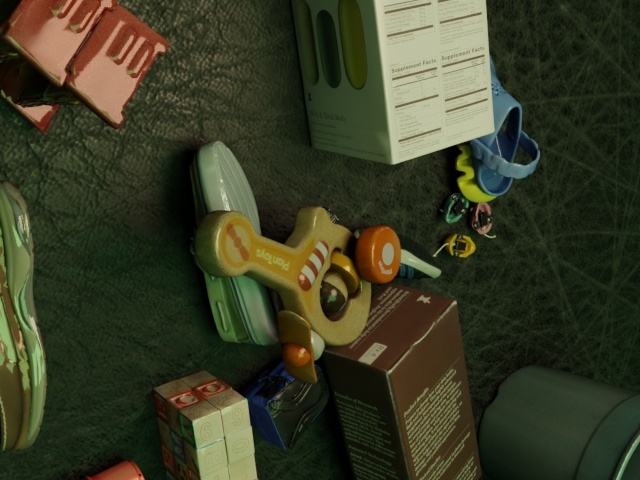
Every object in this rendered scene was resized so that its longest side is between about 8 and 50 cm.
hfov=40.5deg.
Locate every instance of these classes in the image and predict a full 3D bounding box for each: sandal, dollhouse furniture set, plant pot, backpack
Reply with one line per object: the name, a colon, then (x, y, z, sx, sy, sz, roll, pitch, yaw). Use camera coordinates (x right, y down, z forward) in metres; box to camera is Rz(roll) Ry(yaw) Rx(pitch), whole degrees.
sandal: (0.271, -0.215, 1.398, 0.126, 0.138, 0.317, -30, 107, -27)
dollhouse furniture set: (-0.236, -0.315, 0.979, 0.152, 0.201, 0.374, 39, 71, -36)
plant pot: (0.497, 0.397, 1.606, 0.341, 0.334, 0.341, -10, 108, -34)
backpack: (-0.054, 0.232, 1.305, 0.120, 0.101, 0.098, -40, 128, -32)

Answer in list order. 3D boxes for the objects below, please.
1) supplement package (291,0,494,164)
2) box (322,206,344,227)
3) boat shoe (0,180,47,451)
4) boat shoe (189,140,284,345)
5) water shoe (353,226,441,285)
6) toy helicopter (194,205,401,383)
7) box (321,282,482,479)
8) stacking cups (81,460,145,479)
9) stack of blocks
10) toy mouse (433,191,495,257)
supplement package: (0.101, -0.268, 1.228, 0.198, 0.199, 0.262, -20, 113, -30)
box: (0.000, 0.000, 1.337, 0.083, 0.018, 0.067, -49, 125, -16)
boat shoe: (-0.395, 0.094, 1.018, 0.116, 0.123, 0.324, -8, 100, -27)
boat shoe: (-0.132, 0.015, 1.194, 0.109, 0.094, 0.302, -58, 136, -66)
water shoe: (0.110, 0.034, 1.410, 0.203, 0.073, 0.080, 21, 118, -40)
toy helicopter: (-0.042, 0.059, 1.151, 0.355, 0.140, 0.234, 26, 71, -51)
box: (0.138, 0.283, 1.391, 0.191, 0.143, 0.381, -39, 130, -38)
stacking cups: (-0.377, 0.375, 1.117, 0.316, 0.096, 0.096, -26, 116, -32)
stack of blocks: (-0.144, 0.355, 1.227, 0.087, 0.171, 0.297, -17, 111, -33)
toy mouse: (0.250, -0.043, 1.501, 0.161, 0.031, 0.143, 2, 97, -38)
